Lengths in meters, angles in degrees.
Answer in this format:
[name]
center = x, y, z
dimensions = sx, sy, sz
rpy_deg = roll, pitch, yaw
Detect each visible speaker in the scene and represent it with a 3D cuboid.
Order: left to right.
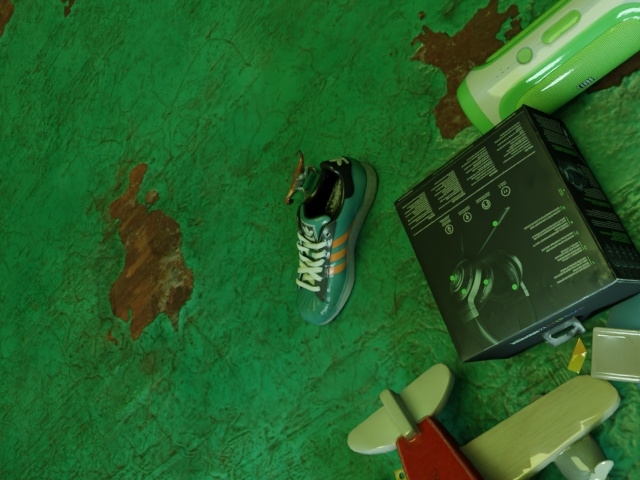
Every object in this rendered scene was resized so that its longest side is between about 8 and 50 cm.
[speaker]
center = 0.335, -0.259, 0.958
dimensions = 0.296, 0.131, 0.131
rpy_deg = -38, 63, 31

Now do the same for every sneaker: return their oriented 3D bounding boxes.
[sneaker]
center = 0.000, 0.000, 1.212
dimensions = 0.108, 0.121, 0.302
rpy_deg = 20, 99, 39

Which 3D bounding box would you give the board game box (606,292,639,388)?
[board game box]
center = 0.450, 0.124, 0.890
dimensions = 0.133, 0.033, 0.168
rpy_deg = -42, 56, 34

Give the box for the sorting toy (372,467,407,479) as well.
[sorting toy]
center = 0.094, 0.473, 1.129
dimensions = 0.274, 0.046, 0.132
rpy_deg = -48, 58, 15

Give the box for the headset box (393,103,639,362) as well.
[headset box]
center = 0.272, 0.007, 0.966
dimensions = 0.246, 0.131, 0.283
rpy_deg = -39, 60, 35

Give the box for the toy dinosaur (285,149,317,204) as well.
[toy dinosaur]
center = -0.042, -0.106, 1.295
dimensions = 0.082, 0.047, 0.090
rpy_deg = -38, 92, 1

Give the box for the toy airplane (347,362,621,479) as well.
[toy airplane]
center = 0.200, 0.363, 0.955
dimensions = 0.386, 0.272, 0.384
rpy_deg = -16, 38, 46

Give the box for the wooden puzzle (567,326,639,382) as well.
[wooden puzzle]
center = 0.382, 0.145, 0.897
dimensions = 0.116, 0.014, 0.078
rpy_deg = 10, 106, 19
